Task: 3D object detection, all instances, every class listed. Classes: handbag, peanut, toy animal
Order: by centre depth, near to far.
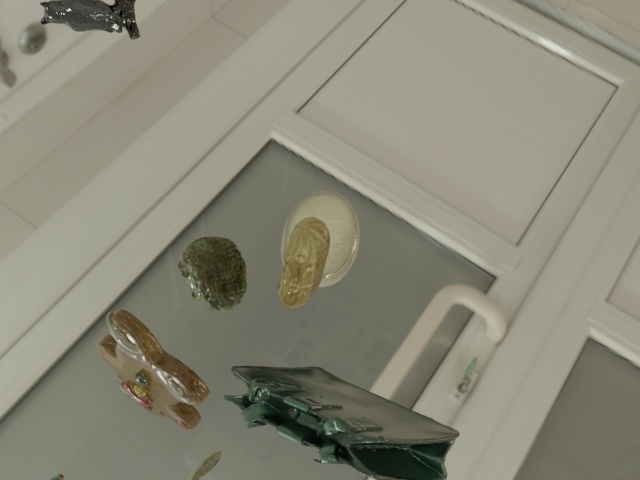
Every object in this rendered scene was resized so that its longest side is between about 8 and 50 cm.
[{"bbox_3d":[0.029,0.280,1.125,0.326,0.090,0.238,16,179,44],"label":"handbag"},{"bbox_3d":[-0.033,0.048,1.430,0.083,0.194,0.093,16,-167,5],"label":"peanut"},{"bbox_3d":[-0.513,-0.493,1.631,0.117,0.210,0.121,60,154,30],"label":"toy animal"}]

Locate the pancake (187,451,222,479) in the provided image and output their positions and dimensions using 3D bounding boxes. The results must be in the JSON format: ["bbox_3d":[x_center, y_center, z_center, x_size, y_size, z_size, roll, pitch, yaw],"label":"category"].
[{"bbox_3d":[-0.267,0.526,1.681,0.017,0.108,0.108,44,154,15],"label":"pancake"}]

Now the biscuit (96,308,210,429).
[{"bbox_3d":[-0.370,0.306,1.546,0.283,0.064,0.432,43,149,-1],"label":"biscuit"}]

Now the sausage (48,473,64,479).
[{"bbox_3d":[-0.696,0.709,1.856,0.083,0.264,0.083,0,127,0],"label":"sausage"}]

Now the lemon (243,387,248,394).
[{"bbox_3d":[-0.119,0.345,1.567,0.110,0.082,0.082,6,-179,-45],"label":"lemon"}]

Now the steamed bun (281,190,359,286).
[{"bbox_3d":[0.000,0.000,1.686,0.177,0.228,0.131,9,162,1],"label":"steamed bun"}]

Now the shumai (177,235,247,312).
[{"bbox_3d":[-0.262,0.082,1.705,0.184,0.184,0.142,46,138,-11],"label":"shumai"}]
